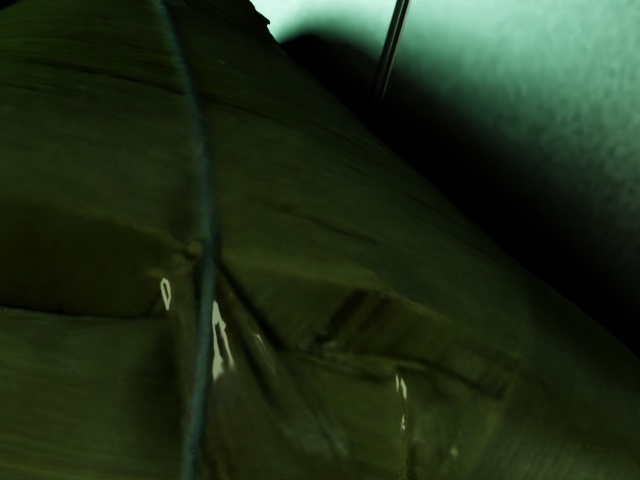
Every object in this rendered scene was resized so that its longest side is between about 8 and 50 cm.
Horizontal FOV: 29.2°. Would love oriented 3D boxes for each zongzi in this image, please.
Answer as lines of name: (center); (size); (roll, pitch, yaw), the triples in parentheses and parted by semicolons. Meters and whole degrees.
zongzi: (0.000, 0.000, 0.527); (0.356, 0.393, 0.174); (-79, 1, -62)
